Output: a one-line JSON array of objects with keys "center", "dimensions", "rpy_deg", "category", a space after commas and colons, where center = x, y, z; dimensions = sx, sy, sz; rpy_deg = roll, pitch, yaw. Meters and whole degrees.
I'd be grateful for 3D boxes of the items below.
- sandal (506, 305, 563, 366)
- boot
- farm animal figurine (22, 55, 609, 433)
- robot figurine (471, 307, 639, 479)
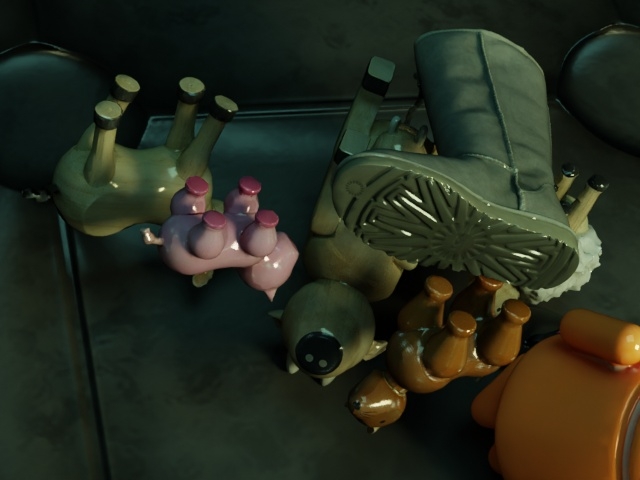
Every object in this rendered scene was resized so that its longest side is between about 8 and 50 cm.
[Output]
[{"center": [0.205, 0.097, 1.338], "dimensions": [0.179, 0.040, 0.067], "rpy_deg": [33, 54, 13], "category": "sandal"}, {"center": [0.085, -0.073, 1.223], "dimensions": [0.189, 0.076, 0.208], "rpy_deg": [23, 43, -26], "category": "boot"}, {"center": [0.000, 0.000, 1.295], "dimensions": [0.330, 0.172, 0.327], "rpy_deg": [34, 39, 12], "category": "farm animal figurine"}, {"center": [0.203, 0.129, 1.222], "dimensions": [0.128, 0.219, 0.158], "rpy_deg": [9, 90, -44], "category": "robot figurine"}]
